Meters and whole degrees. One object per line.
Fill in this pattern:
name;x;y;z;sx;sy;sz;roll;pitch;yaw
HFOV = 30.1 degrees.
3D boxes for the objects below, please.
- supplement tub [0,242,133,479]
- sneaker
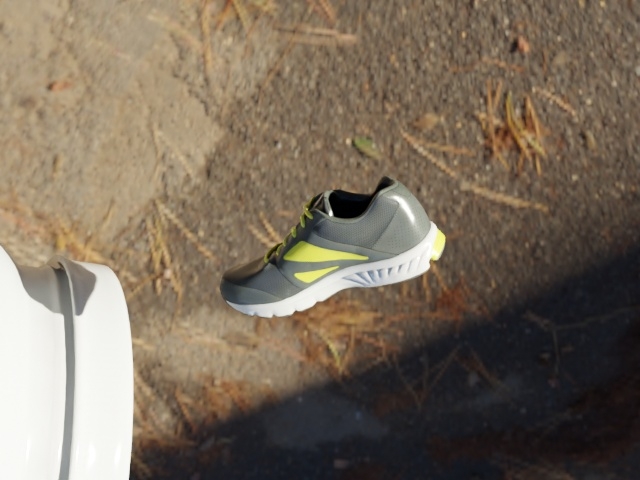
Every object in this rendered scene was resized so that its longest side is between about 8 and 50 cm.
supplement tub;-0.229;0.078;0.485;0.272;0.191;0.191;7;133;-22
sneaker;0.000;0.000;0.409;0.083;0.031;0.035;-17;114;21
